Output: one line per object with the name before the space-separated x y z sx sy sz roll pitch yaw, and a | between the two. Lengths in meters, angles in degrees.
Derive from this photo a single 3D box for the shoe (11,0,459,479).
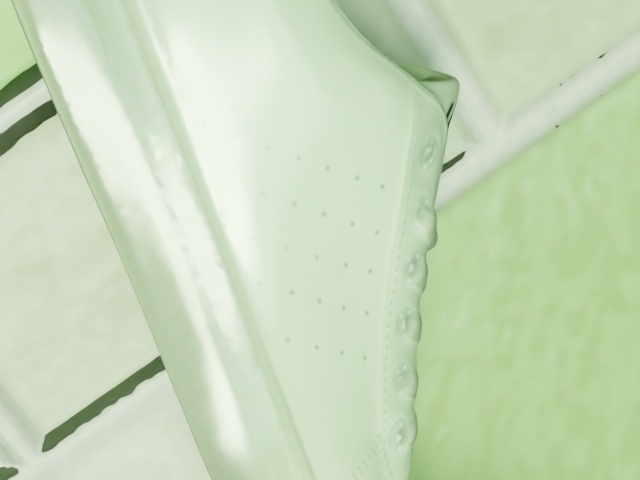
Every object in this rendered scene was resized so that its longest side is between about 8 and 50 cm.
shoe | 0.000 0.000 0.417 0.110 0.095 0.265 -25 109 -5
